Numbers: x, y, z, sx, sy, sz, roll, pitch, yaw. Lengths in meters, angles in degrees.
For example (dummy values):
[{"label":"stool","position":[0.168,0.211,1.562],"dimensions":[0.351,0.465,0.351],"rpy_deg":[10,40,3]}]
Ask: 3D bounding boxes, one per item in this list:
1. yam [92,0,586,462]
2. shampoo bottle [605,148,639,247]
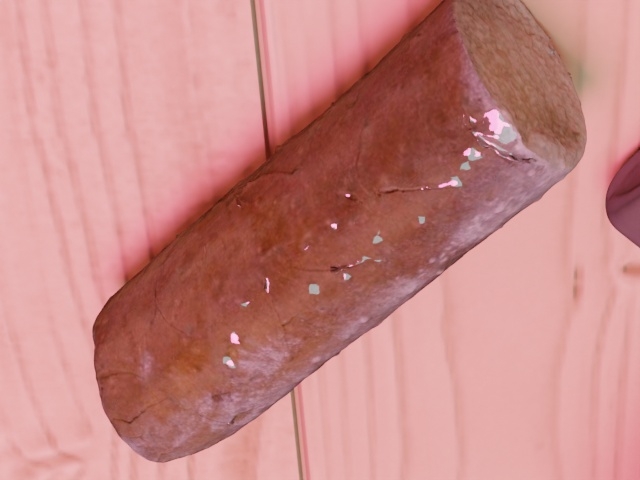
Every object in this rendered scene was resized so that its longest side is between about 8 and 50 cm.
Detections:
[{"label":"yam","position":[0.000,0.000,0.797],"dimensions":[0.093,0.093,0.259],"rpy_deg":[36,122,-24]},{"label":"shampoo bottle","position":[0.210,0.006,0.828],"dimensions":[0.165,0.040,0.080],"rpy_deg":[36,119,-23]}]
